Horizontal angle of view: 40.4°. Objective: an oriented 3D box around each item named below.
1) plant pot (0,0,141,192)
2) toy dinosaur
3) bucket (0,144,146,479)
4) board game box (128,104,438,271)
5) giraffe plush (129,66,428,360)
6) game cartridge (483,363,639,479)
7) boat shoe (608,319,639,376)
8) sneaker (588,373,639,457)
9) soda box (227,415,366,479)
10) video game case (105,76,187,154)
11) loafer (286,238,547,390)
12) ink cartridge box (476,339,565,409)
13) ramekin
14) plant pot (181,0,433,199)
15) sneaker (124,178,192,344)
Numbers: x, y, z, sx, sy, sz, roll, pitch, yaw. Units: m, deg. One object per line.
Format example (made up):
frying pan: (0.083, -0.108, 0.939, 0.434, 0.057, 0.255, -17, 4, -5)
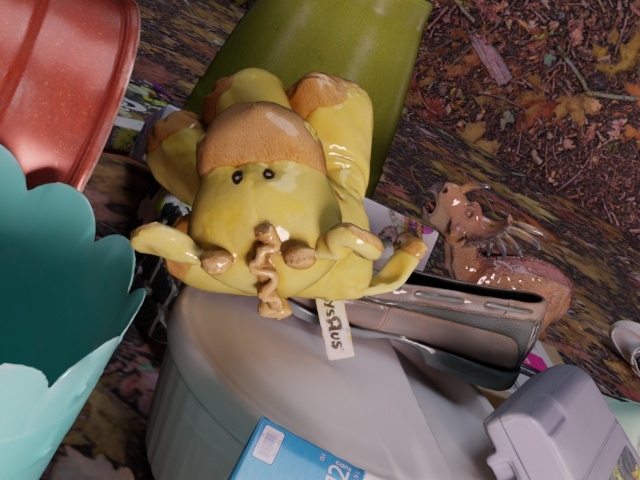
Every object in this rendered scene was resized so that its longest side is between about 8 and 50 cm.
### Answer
plant pot: (-0.314, -0.124, 0.625, 0.265, 0.272, 0.272, 28, 16, -31)
toy dinosaur: (0.252, 0.054, 1.126, 0.295, 0.200, 0.127, 18, 21, -29)
bucket: (-0.252, 0.054, 0.446, 0.281, 0.183, 0.281, 26, 18, -9)
board game box: (-0.062, -0.058, 1.029, 0.318, 0.066, 0.318, 24, -1, -17)
giraffe plush: (-0.034, -0.019, 0.536, 0.210, 0.181, 0.170, 61, 7, 7)
game cartridge: (0.221, 0.236, 0.622, 0.294, 0.060, 0.196, 64, 22, 8)
boat shoe: (0.520, 0.194, 1.367, 0.063, 0.066, 0.184, 10, 36, -46)
sneaker: (0.379, 0.231, 1.017, 0.151, 0.094, 0.256, 15, -13, 48)
soda box: (-0.048, 0.194, 0.419, 0.067, 0.071, 0.210, 28, 43, 1)
video game case: (-0.273, -0.187, 1.270, 0.210, 0.042, 0.232, 9, 27, -48)
loafer: (0.055, 0.033, 0.687, 0.267, 0.084, 0.096, 23, 19, -17)
ink cartridge box: (0.164, 0.151, 0.925, 0.234, 0.088, 0.193, 22, 20, -13)
ramekin: (-0.003, 0.143, 0.649, 0.272, 0.127, 0.273, 24, 18, -9)
plant pot: (0.000, -0.284, 1.424, 0.366, 0.353, 0.366, 25, 18, -9)
sneaker: (-0.119, 0.016, 0.863, 0.118, 0.107, 0.279, 26, 18, -23)
